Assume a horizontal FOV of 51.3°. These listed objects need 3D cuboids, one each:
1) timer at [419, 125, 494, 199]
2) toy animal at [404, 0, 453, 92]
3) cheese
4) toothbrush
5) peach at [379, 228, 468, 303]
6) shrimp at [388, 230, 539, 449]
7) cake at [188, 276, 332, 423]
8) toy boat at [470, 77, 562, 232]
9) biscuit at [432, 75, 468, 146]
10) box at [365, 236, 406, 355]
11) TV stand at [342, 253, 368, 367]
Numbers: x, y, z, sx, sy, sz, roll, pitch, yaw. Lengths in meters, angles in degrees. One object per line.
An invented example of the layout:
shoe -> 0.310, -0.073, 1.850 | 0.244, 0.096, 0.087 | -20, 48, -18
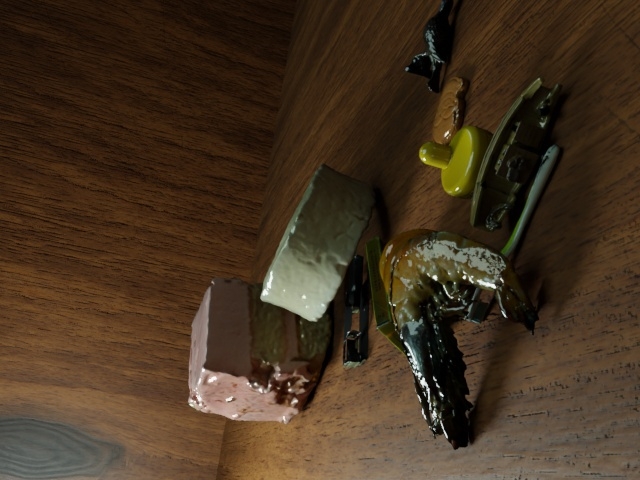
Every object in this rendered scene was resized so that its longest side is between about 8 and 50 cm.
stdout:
timer -> 0.205, -0.115, 0.962 | 0.107, 0.109, 0.107 | -167, 90, -76
toy animal -> 0.224, -0.385, 1.272 | 0.105, 0.070, 0.203 | 33, 108, 62
cheese -> -0.003, 0.001, 1.469 | 0.332, 0.153, 0.292 | -65, 1, -47
toothbrush -> 0.247, -0.004, 0.869 | 0.022, 0.026, 0.263 | -67, -4, -68
peach -> 0.152, 0.046, 0.996 | 0.138, 0.138, 0.138 | -167, 90, -76
shrimp -> 0.186, 0.129, 0.852 | 0.222, 0.054, 0.291 | -10, 90, 48
cake -> -0.159, 0.274, 1.648 | 0.314, 0.306, 0.293 | 119, 157, -50
toy boat -> 0.250, -0.109, 0.861 | 0.072, 0.064, 0.206 | -81, 11, -72
biscuit -> 0.225, -0.225, 1.174 | 0.102, 0.019, 0.131 | -172, 94, -77
box -> 0.125, 0.097, 1.085 | 0.030, 0.121, 0.193 | -30, 36, 22
TV stand -> 0.075, 0.144, 1.389 | 0.036, 0.042, 0.249 | 119, 160, -55
